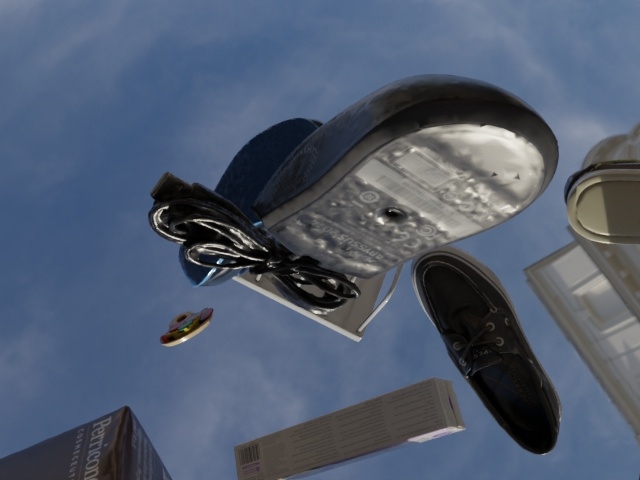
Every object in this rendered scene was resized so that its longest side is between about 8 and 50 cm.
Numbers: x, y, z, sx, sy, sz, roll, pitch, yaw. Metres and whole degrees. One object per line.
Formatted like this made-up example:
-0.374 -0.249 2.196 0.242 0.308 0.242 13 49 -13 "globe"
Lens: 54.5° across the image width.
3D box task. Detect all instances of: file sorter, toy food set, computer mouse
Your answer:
0.000 0.000 1.035 0.277 0.173 0.193 27 -124 -3 "file sorter"
-0.185 0.118 0.858 0.020 0.082 0.083 63 -153 -11 "toy food set"
0.026 -0.039 0.425 0.188 0.272 0.072 32 -129 -33 "computer mouse"

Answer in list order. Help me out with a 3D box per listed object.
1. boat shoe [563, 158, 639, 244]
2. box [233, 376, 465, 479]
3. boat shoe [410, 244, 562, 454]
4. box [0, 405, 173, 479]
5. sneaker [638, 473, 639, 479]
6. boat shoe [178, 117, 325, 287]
0.454 -0.037 0.722 0.324 0.117 0.097 7 -157 14 "boat shoe"
0.027 0.262 0.820 0.063 0.324 0.067 26 -137 -53 "box"
0.160 0.108 0.596 0.228 0.080 0.076 59 -159 -8 "boat shoe"
-0.303 0.303 0.482 0.381 0.191 0.143 -21 -66 -7 "box"
0.472 0.329 0.782 0.286 0.109 0.130 2 -126 -53 "sneaker"
-0.067 -0.044 0.700 0.089 0.258 0.109 -1 -120 -50 "boat shoe"
